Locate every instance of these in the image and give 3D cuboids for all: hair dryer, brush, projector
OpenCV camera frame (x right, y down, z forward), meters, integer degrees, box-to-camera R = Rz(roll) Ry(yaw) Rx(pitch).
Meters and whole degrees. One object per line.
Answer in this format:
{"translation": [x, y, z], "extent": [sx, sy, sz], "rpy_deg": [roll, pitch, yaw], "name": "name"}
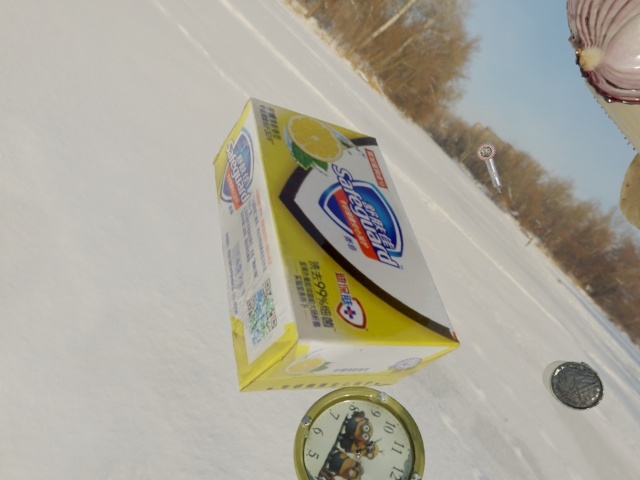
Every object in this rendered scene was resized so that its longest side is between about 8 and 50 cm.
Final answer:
{"translation": [0.368, -0.155, 0.961], "extent": [0.114, 0.037, 0.063], "rpy_deg": [69, 24, -6], "name": "hair dryer"}
{"translation": [0.499, -0.129, 0.652], "extent": [0.050, 0.060, 0.320], "rpy_deg": [30, 36, -58], "name": "brush"}
{"translation": [0.622, 0.355, 1.121], "extent": [0.108, 0.108, 0.337], "rpy_deg": [54, 10, 25], "name": "projector"}

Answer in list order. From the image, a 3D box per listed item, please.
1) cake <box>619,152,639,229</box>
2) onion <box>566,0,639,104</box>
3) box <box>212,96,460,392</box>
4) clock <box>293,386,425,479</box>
{"translation": [0.894, -0.101, 0.960], "extent": [0.321, 0.332, 0.332], "rpy_deg": [25, 21, -5], "name": "cake"}
{"translation": [0.396, -0.253, 0.425], "extent": [0.227, 0.284, 0.120], "rpy_deg": [39, 55, -47], "name": "onion"}
{"translation": [0.000, 0.000, 0.432], "extent": [0.169, 0.097, 0.264], "rpy_deg": [10, 49, -30], "name": "box"}
{"translation": [0.068, 0.383, 0.806], "extent": [0.057, 0.237, 0.237], "rpy_deg": [87, -20, -47], "name": "clock"}
